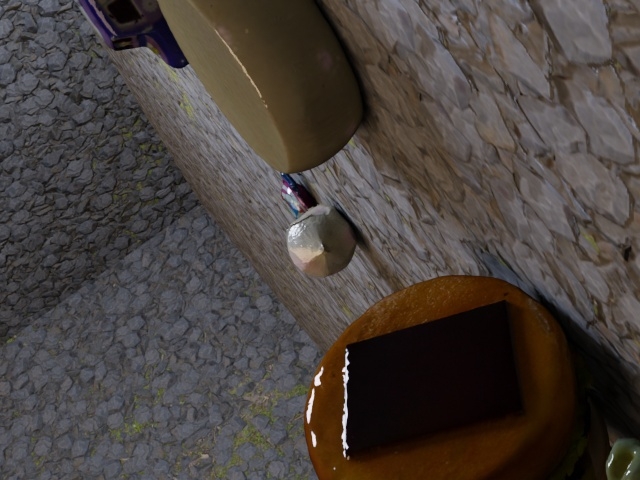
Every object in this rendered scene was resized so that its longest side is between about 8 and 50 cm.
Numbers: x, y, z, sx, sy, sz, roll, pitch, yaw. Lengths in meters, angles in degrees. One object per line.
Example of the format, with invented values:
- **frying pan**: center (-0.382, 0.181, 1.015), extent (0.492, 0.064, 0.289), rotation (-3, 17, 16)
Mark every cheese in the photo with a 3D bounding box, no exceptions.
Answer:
- **cheese**: center (-0.039, -0.072, 1.612), extent (0.095, 0.038, 0.145), rotation (50, 172, 24)

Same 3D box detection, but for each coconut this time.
- **coconut**: center (0.000, 0.000, 1.467), extent (0.110, 0.110, 0.124), rotation (55, 179, -12)

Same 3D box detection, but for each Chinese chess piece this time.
- **Chinese chess piece**: center (-0.065, -0.196, 1.014), extent (0.273, 0.102, 0.273), rotation (52, 170, 13)

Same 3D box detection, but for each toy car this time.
- **toy car**: center (-0.218, -0.310, 1.194), extent (0.235, 0.158, 0.172), rotation (57, 172, -19)

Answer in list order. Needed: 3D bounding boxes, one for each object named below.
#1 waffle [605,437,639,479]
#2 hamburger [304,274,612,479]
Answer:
- **waffle**: center (0.314, 0.275, 0.647), extent (0.309, 0.056, 0.292), rotation (60, 170, -25)
- **hamburger**: center (0.137, 0.188, 0.918), extent (0.225, 0.291, 0.291), rotation (58, 171, -34)
